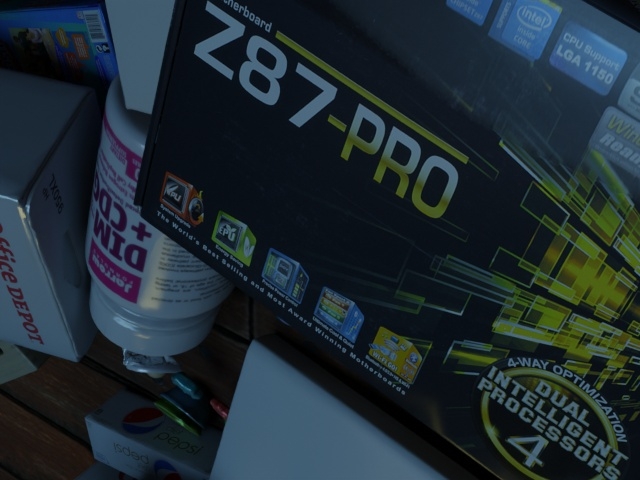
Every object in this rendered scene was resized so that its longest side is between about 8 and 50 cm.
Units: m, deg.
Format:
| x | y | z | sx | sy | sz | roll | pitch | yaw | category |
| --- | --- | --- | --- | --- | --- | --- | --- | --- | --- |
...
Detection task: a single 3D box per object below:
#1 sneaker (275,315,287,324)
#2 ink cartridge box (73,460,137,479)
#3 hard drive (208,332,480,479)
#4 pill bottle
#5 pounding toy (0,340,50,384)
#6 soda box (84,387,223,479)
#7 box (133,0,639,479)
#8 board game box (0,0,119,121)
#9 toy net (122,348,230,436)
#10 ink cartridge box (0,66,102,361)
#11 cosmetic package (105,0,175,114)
| x | y | z | sx | sy | sz | roll | pitch | yaw | category |
| --- | --- | --- | --- | --- | --- | --- | --- | --- | --- |
| 0.000 | 0.000 | 1.101 | 0.086 | 0.085 | 0.237 | 25 | 135 | 19 | sneaker |
| -0.294 | 0.478 | 1.460 | 0.279 | 0.384 | 0.160 | 45 | 141 | 10 | ink cartridge box |
| 0.037 | 0.283 | 1.218 | 0.353 | 0.047 | 0.233 | 33 | 119 | 29 | hard drive |
| -0.143 | -0.026 | 1.152 | 0.160 | 0.160 | 0.283 | 36 | 136 | 19 | pill bottle |
| -0.359 | 0.088 | 1.463 | 0.141 | 0.130 | 0.100 | -22 | 112 | 48 | pounding toy |
| -0.184 | 0.256 | 1.442 | 0.216 | 0.074 | 0.069 | 17 | 128 | 33 | soda box |
| 0.083 | -0.041 | 0.698 | 0.395 | 0.097 | 0.318 | 36 | 133 | 16 | box |
| -0.260 | -0.175 | 1.245 | 0.210 | 0.047 | 0.160 | 7 | 121 | 39 | board game box |
| -0.161 | 0.165 | 1.312 | 0.122 | 0.045 | 0.232 | 30 | 164 | 32 | toy net |
| -0.420 | -0.052 | 1.255 | 0.394 | 0.166 | 0.285 | 14 | 145 | 13 | ink cartridge box |
| 0.034 | -0.165 | 0.874 | 0.365 | 0.197 | 0.155 | 17 | 129 | 35 | cosmetic package |
